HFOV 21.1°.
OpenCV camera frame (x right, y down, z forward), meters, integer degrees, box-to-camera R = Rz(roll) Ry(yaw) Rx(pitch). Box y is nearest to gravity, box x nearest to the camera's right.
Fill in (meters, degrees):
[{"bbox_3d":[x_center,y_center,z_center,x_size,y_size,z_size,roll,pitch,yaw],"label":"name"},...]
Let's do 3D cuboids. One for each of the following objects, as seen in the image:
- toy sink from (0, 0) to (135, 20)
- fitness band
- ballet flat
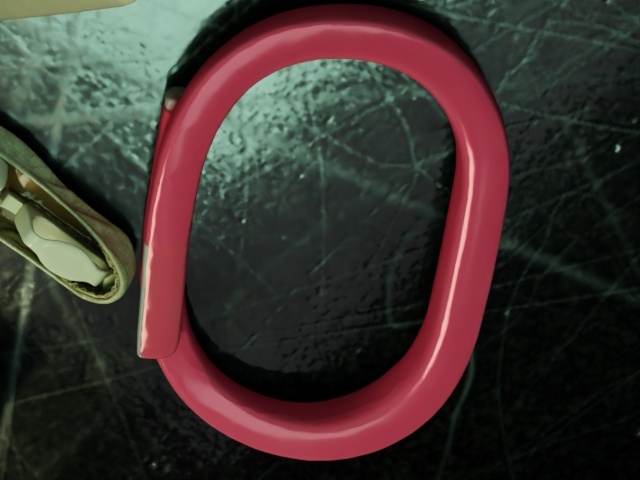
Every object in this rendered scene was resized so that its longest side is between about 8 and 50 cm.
[{"bbox_3d":[-0.137,-0.209,0.847,0.131,0.234,0.153,-47,111,-15],"label":"toy sink"},{"bbox_3d":[0.000,0.000,1.015,0.209,0.054,0.291,5,115,-9],"label":"fitness band"},{"bbox_3d":[-0.174,-0.022,0.988,0.168,0.052,0.057,35,108,-18],"label":"ballet flat"}]
